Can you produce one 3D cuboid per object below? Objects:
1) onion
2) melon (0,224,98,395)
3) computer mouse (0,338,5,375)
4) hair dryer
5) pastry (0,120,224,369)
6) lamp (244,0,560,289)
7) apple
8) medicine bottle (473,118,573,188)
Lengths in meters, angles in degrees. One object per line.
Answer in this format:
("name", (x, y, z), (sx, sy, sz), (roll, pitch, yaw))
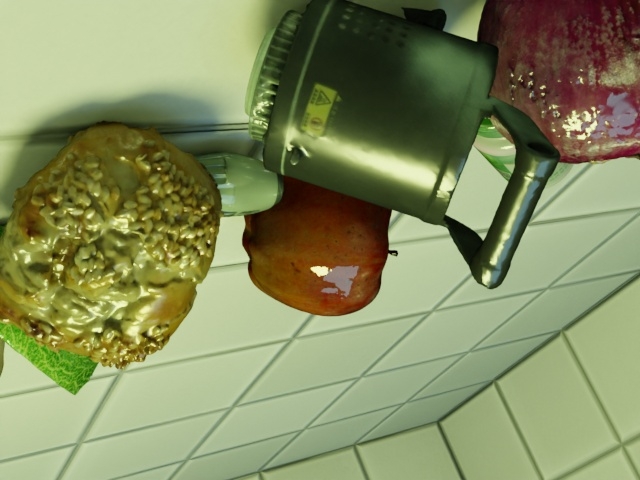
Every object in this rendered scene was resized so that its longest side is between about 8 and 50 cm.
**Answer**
("onion", (0.259, -0.242, 1.016), (0.159, 0.267, 0.348), (-20, 115, -15))
("melon", (-0.397, 0.078, 1.215), (0.124, 0.196, 0.323), (1, 158, 17))
("computer mouse", (-0.551, 0.175, 1.357), (0.145, 0.082, 0.236), (-11, 152, -24))
("hair dryer", (-0.209, -0.047, 1.223), (0.229, 0.092, 0.267), (12, 149, -42))
("pastry", (-0.251, 0.021, 1.068), (0.255, 0.162, 0.310), (16, 116, -25))
("lamp", (0.055, -0.138, 0.976), (0.272, 0.374, 0.205), (6, 126, -12))
("apple", (0.000, 0.002, 1.313), (0.234, 0.234, 0.234), (-19, 157, -9))
("medicine bottle", (0.285, -0.169, 1.320), (0.133, 0.133, 0.274), (-31, 155, 18))
